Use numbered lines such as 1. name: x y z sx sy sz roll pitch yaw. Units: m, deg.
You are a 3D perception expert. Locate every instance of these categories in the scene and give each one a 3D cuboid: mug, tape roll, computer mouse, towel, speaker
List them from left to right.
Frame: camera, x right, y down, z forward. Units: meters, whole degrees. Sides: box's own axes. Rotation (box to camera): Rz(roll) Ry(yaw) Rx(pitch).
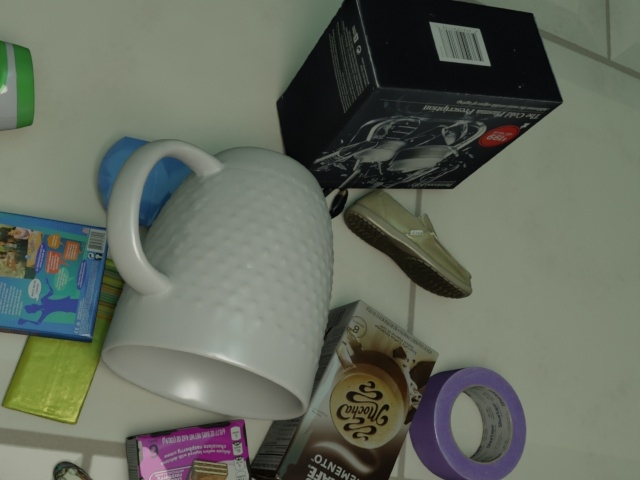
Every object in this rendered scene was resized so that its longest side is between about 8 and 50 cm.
1. speaker: -0.544 -0.210 0.937 0.297 0.131 0.131 -3 77 -27
2. towel: -0.352 0.130 0.993 0.102 0.021 0.237 19 68 -14
3. mug: -0.139 0.023 0.951 0.374 0.276 0.328 46 48 -46
4. computer mouse: 0.000 0.000 1.191 0.071 0.041 0.242 27 64 -16
5. tape roll: 0.250 0.312 1.198 0.189 0.080 0.189 8 71 -23

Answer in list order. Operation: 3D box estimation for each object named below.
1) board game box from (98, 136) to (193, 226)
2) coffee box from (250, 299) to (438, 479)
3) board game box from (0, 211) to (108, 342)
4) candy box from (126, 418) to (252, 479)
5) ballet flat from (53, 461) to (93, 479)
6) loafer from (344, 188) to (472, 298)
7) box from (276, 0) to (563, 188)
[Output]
1. board game box: -0.258 -0.082 1.094 0.169 0.033 0.133 10 77 -21
2. coffee box: 0.040 0.265 1.086 0.168 0.119 0.297 35 63 -14
3. board game box: -0.405 0.046 0.960 0.210 0.047 0.160 10 71 -16
4. candy box: -0.174 0.377 0.975 0.159 0.071 0.233 -3 77 -27
5. ballet flat: -0.308 0.339 0.939 0.114 0.041 0.041 45 61 -8
6. loafer: 0.169 0.003 1.238 0.268 0.102 0.092 38 68 -11
7. box: 0.149 -0.228 1.167 0.343 0.312 0.179 -2 69 -26
